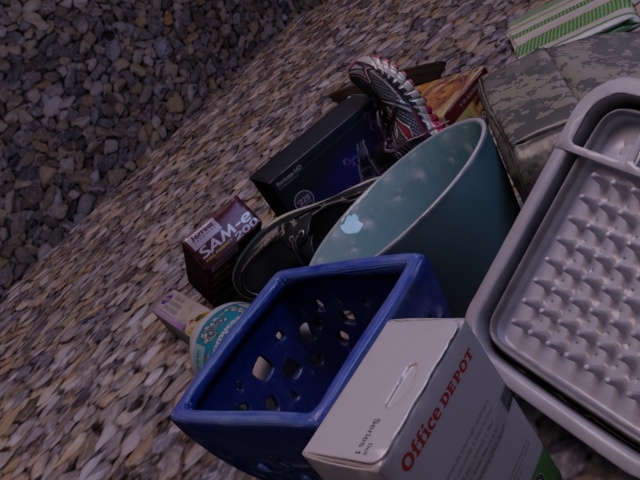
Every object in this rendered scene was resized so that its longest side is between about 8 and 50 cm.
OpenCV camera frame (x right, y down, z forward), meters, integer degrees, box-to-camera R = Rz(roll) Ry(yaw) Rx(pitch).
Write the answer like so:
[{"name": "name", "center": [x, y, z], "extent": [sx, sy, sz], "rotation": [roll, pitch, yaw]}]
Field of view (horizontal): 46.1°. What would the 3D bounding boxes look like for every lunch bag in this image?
[{"name": "lunch bag", "center": [0.365, -0.132, 0.948], "extent": [0.256, 0.212, 0.305], "rotation": [-25, 28, 18]}]

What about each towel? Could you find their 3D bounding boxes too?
[{"name": "towel", "center": [0.516, -0.453, 1.576], "extent": [0.248, 0.038, 0.325], "rotation": [-24, 24, 20]}]

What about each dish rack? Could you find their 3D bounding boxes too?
[{"name": "dish rack", "center": [0.310, 0.027, 0.716], "extent": [0.285, 0.072, 0.332], "rotation": [35, 100, 49]}]

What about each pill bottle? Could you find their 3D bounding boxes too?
[{"name": "pill bottle", "center": [-0.092, 0.167, 1.062], "extent": [0.146, 0.146, 0.264], "rotation": [-45, 25, -22]}]

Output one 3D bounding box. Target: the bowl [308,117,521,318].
[{"name": "bowl", "center": [0.144, 0.003, 0.997], "extent": [0.311, 0.163, 0.311], "rotation": [-42, 13, 12]}]

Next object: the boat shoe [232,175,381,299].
[{"name": "boat shoe", "center": [0.002, 0.003, 1.272], "extent": [0.340, 0.127, 0.113], "rotation": [-25, 12, -1]}]

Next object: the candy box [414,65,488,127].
[{"name": "candy box", "center": [0.185, -0.240, 1.534], "extent": [0.316, 0.087, 0.183], "rotation": [-6, 35, 47]}]

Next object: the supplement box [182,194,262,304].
[{"name": "supplement box", "center": [-0.179, 0.024, 1.386], "extent": [0.130, 0.073, 0.239], "rotation": [-43, -10, -18]}]

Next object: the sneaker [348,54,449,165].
[{"name": "sneaker", "center": [0.142, -0.191, 1.277], "extent": [0.112, 0.299, 0.121], "rotation": [-38, -14, 1]}]

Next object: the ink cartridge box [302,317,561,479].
[{"name": "ink cartridge box", "center": [0.106, 0.196, 0.658], "extent": [0.093, 0.219, 0.160], "rotation": [-6, 36, 47]}]

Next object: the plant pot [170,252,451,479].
[{"name": "plant pot", "center": [0.024, 0.174, 0.817], "extent": [0.236, 0.212, 0.236], "rotation": [-9, 34, 44]}]

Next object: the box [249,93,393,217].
[{"name": "box", "center": [0.030, -0.122, 1.397], "extent": [0.261, 0.184, 0.103], "rotation": [-41, 24, -14]}]

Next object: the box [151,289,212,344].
[{"name": "box", "center": [-0.214, 0.156, 1.339], "extent": [0.063, 0.067, 0.324], "rotation": [-42, 24, -18]}]

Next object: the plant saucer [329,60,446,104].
[{"name": "plant saucer", "center": [0.157, -0.355, 1.730], "extent": [0.278, 0.041, 0.278], "rotation": [-16, 6, 2]}]
